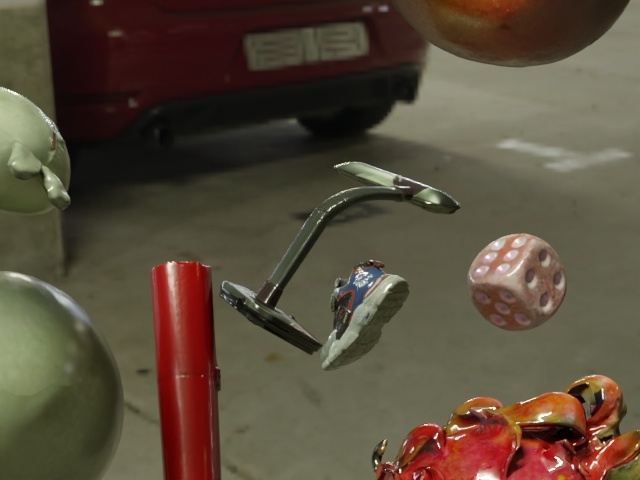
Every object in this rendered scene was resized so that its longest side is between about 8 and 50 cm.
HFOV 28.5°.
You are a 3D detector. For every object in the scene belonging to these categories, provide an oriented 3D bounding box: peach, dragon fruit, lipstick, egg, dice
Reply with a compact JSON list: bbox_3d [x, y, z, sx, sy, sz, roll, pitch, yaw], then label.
[{"bbox_3d":[0.286,-0.406,1.728,0.310,0.335,0.406,7,9,44],"label":"peach"},{"bbox_3d":[0.175,0.254,1.201,0.243,0.307,0.227,24,-4,-23],"label":"dragon fruit"},{"bbox_3d":[-0.147,0.162,1.393,0.073,0.279,0.073,-5,-20,-2],"label":"lipstick"},{"bbox_3d":[-0.334,0.169,1.322,0.259,0.258,0.352,-3,-19,-3],"label":"egg"},{"bbox_3d":[0.246,0.053,1.583,0.094,0.091,0.093,-7,37,46],"label":"dice"}]

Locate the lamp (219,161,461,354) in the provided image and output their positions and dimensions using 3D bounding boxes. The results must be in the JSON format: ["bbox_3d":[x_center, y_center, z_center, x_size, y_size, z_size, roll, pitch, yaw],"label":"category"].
[{"bbox_3d":[-0.002,-0.006,1.511,0.283,0.124,0.203,-45,31,-11],"label":"lamp"}]

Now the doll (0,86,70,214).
[{"bbox_3d":[-0.317,-0.095,1.180,0.275,0.155,0.113,11,59,42],"label":"doll"}]

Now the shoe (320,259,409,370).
[{"bbox_3d":[0.048,0.118,2.130,0.125,0.227,0.099,48,29,22],"label":"shoe"}]
